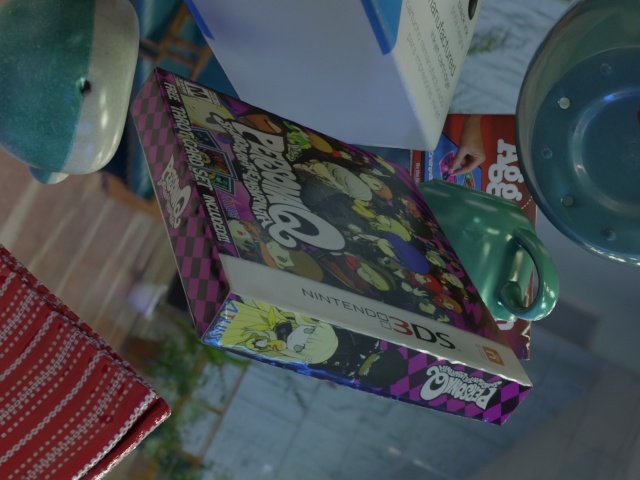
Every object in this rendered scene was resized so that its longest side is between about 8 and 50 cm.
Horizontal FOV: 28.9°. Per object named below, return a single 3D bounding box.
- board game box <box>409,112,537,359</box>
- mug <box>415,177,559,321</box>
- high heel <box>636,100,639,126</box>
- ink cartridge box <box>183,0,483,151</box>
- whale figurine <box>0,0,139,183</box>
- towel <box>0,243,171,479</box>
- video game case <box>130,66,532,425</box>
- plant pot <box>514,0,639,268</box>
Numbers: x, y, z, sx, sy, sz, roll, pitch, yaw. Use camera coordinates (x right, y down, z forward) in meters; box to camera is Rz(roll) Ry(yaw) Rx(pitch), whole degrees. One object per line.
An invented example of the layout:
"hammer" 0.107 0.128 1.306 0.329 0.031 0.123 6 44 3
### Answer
"board game box" 0.170 -0.003 1.398 0.027 0.145 0.281 -128 -142 -77
"mug" 0.129 0.007 1.047 0.129 0.157 0.097 2 104 -78
"high heel" 0.415 -0.083 0.856 0.181 0.377 0.127 -59 174 -31
"ink cartridge box" 0.040 -0.314 0.975 0.285 0.166 0.395 59 45 -55
"whale figurine" -0.263 -0.163 1.178 0.272 0.141 0.216 -145 -115 -65
"towel" -0.251 0.105 0.845 0.199 0.275 0.031 -42 138 -17
"video game case" 0.000 0.000 0.756 0.042 0.210 0.232 -55 -146 24
"plant pot" 0.308 -0.107 1.121 0.235 0.293 0.293 -35 154 -59
